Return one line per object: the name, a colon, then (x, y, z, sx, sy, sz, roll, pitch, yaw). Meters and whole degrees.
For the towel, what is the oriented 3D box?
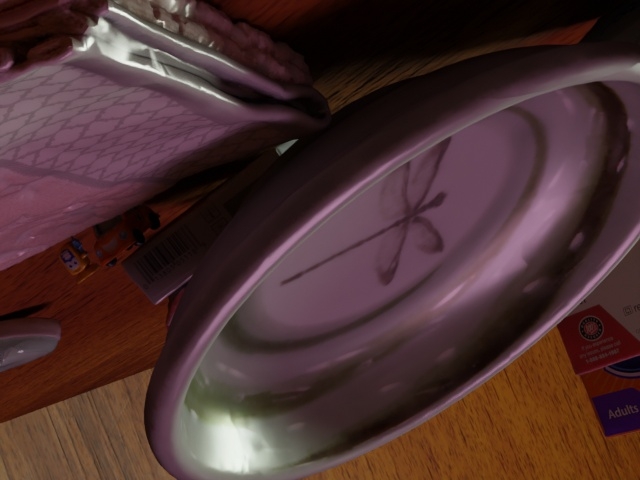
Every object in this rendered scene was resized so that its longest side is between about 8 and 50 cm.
towel: (-0.176, -0.023, 0.637, 0.317, 0.053, 0.332, -24, 173, 14)

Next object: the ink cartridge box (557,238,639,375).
ink cartridge box: (0.314, -0.024, 1.410, 0.114, 0.272, 0.197, -12, 169, -43)

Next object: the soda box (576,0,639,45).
soda box: (0.258, -0.137, 0.885, 0.098, 0.091, 0.286, -47, -174, -26)

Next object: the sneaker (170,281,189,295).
sneaker: (-0.051, -0.007, 1.242, 0.118, 0.083, 0.222, -2, -165, 30)

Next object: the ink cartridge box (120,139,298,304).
ink cartridge box: (-0.060, -0.032, 1.025, 0.145, 0.045, 0.179, -36, -171, 16)

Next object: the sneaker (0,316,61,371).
sneaker: (-0.347, 0.172, 1.302, 0.256, 0.151, 0.094, -21, 173, -26)

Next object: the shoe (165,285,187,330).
shoe: (-0.037, 0.024, 0.991, 0.178, 0.063, 0.081, -28, -163, 38)

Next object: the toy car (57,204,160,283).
toy car: (-0.164, 0.004, 0.975, 0.122, 0.040, 0.060, -30, -168, 41)

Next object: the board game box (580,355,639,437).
board game box: (0.495, -0.024, 1.578, 0.356, 0.356, 0.356, -17, 175, -43)

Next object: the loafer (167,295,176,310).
loafer: (-0.016, 0.043, 1.576, 0.319, 0.112, 0.111, -20, -178, -21)

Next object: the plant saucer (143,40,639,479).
plant saucer: (0.051, 0.003, 0.876, 0.400, 0.100, 0.400, -28, 153, -16)
